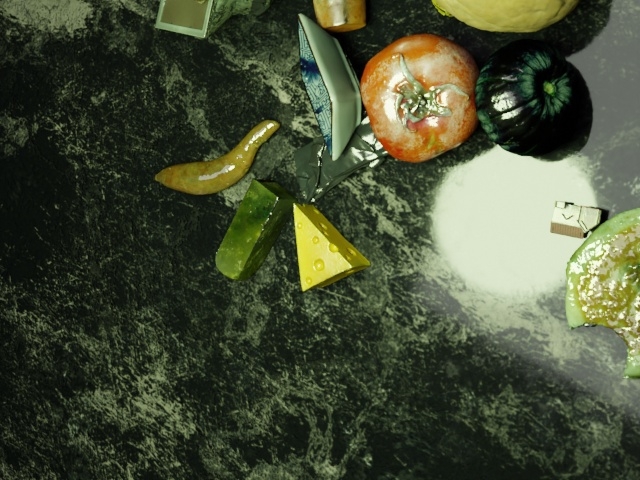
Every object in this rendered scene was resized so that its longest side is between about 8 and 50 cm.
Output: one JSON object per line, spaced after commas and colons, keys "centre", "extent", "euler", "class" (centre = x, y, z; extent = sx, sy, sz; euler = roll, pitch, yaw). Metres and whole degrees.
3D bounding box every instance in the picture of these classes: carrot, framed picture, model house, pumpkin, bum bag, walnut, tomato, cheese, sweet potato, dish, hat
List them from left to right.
{"centre": [-0.278, -0.589, 1.735], "extent": [0.217, 0.017, 0.275], "euler": [27, 105, 45], "class": "framed picture"}
{"centre": [-0.231, -0.161, 1.727], "extent": [0.346, 0.079, 0.109], "euler": [-21, 70, 23], "class": "sweet potato"}
{"centre": [-0.148, -0.536, 1.629], "extent": [0.128, 0.265, 0.266], "euler": [16, 101, -6], "class": "hat"}
{"centre": [0.000, 0.000, 1.603], "extent": [0.126, 0.093, 0.171], "euler": [-28, 78, 26], "class": "cheese"}
{"centre": [0.016, -0.565, 1.557], "extent": [0.138, 0.138, 0.302], "euler": [-9, 98, 27], "class": "carrot"}
{"centre": [0.023, -0.303, 1.527], "extent": [0.080, 0.182, 0.243], "euler": [-13, 58, -7], "class": "dish"}
{"centre": [0.041, -0.177, 1.593], "extent": [0.248, 0.060, 0.123], "euler": [-30, 79, 26], "class": "bum bag"}
{"centre": [0.187, -0.265, 1.442], "extent": [0.231, 0.188, 0.232], "euler": [0, 107, 1], "class": "tomato"}
{"centre": [0.317, -0.489, 1.313], "extent": [0.252, 0.312, 0.277], "euler": [119, 151, -45], "class": "walnut"}
{"centre": [0.355, -0.244, 1.361], "extent": [0.140, 0.201, 0.202], "euler": [-15, 84, 64], "class": "pumpkin"}
{"centre": [0.450, -0.033, 1.388], "extent": [0.083, 0.057, 0.058], "euler": [15, 94, 24], "class": "model house"}

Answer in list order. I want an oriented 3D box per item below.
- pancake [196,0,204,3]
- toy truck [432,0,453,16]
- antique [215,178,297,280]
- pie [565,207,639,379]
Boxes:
{"centre": [-0.247, -0.556, 1.671], "extent": [0.114, 0.011, 0.115], "euler": [-12, 74, 50], "class": "pancake"}
{"centre": [0.248, -0.463, 1.478], "extent": [0.049, 0.054, 0.083], "euler": [44, 110, 20], "class": "toy truck"}
{"centre": [-0.145, -0.018, 1.687], "extent": [0.081, 0.080, 0.221], "euler": [37, 109, 23], "class": "antique"}
{"centre": [0.561, 0.086, 1.328], "extent": [0.302, 0.067, 0.303], "euler": [1, 93, 27], "class": "pie"}
